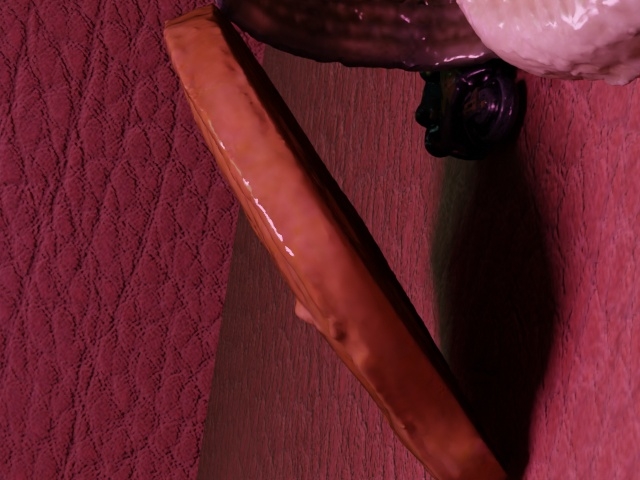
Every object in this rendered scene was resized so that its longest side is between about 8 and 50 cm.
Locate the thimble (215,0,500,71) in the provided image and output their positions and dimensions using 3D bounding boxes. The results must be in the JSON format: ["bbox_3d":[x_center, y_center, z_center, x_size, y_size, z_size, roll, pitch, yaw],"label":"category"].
[{"bbox_3d":[0.051,-0.240,1.281,0.271,0.271,0.150,127,148,-67],"label":"thimble"}]

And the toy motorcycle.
[{"bbox_3d":[0.113,-0.127,1.427,0.193,0.061,0.124,-103,30,-44],"label":"toy motorcycle"}]

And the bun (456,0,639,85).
[{"bbox_3d":[0.173,-0.194,0.934,0.244,0.153,0.243,6,97,61],"label":"bun"}]

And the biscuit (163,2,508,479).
[{"bbox_3d":[-0.002,0.001,1.284,0.365,0.062,0.385,54,-175,-31],"label":"biscuit"}]
